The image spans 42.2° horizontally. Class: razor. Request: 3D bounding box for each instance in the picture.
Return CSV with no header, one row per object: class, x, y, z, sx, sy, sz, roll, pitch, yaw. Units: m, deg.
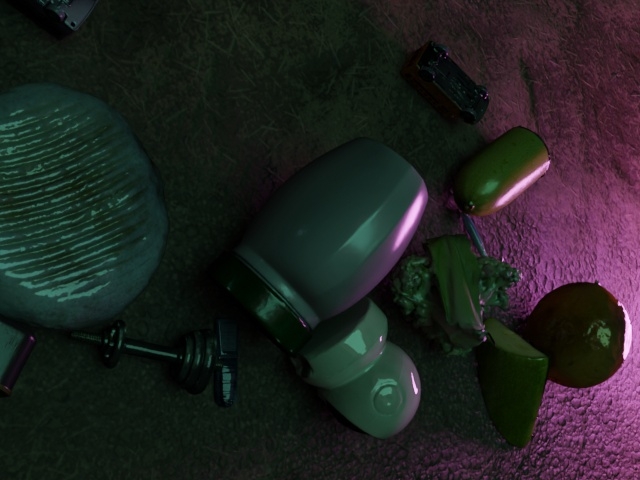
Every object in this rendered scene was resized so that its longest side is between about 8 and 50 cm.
razor,0.335,-0.001,1.785,0.040,0.068,0.135,-22,83,-36

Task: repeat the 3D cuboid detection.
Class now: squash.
squash,0.372,-0.137,1.778,0.247,0.132,0.132,-34,101,-31
squash,0.386,0.318,1.784,0.093,0.169,0.252,-15,125,-31

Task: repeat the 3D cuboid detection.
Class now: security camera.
security camera,0.080,0.244,1.493,0.194,0.195,0.236,-44,107,-30

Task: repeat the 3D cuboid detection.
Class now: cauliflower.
cauliflower,0.259,0.124,1.587,0.256,0.239,0.315,31,24,-24

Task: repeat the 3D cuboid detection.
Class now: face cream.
face cream,0.000,0.000,1.406,0.357,0.312,0.219,-45,109,-9

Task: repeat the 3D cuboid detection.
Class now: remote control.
remote control,-0.162,0.213,1.439,0.044,0.027,0.152,3,80,-25

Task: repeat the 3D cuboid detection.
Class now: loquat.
loquat,0.554,0.204,1.790,0.193,0.238,0.238,43,63,-25

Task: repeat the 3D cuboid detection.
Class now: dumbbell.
dumbbell,-0.275,0.178,1.330,0.255,0.110,0.110,16,74,-24

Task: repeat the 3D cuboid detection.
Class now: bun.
bun,-0.397,-0.046,1.214,0.362,0.211,0.361,4,83,-32

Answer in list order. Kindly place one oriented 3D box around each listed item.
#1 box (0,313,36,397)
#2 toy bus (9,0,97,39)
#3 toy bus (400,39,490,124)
box,-0.487,0.146,1.135,0.144,0.201,0.090,34,62,-23
toy bus,-0.451,-0.402,1.303,0.178,0.098,0.086,38,65,-26
toy bus,0.268,-0.328,1.762,0.194,0.088,0.083,40,64,-19
